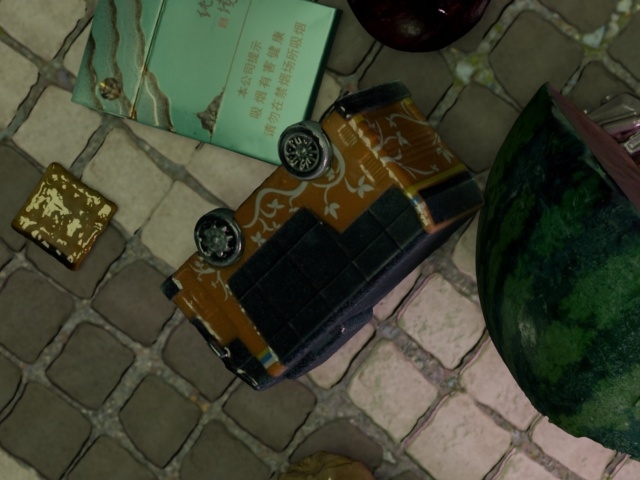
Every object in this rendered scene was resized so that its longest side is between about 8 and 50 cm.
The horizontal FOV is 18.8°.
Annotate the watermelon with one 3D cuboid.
[{"bbox_3d":[0.253,0.075,1.690,0.222,0.292,0.319,-40,116,21],"label":"watermelon"}]

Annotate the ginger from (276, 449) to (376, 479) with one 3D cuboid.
[{"bbox_3d":[0.036,0.326,1.820,0.116,0.109,0.263,-13,92,-25],"label":"ginger"}]

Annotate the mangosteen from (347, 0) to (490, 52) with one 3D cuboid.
[{"bbox_3d":[0.083,-0.245,1.772,0.152,0.152,0.152,1,93,11],"label":"mangosteen"}]

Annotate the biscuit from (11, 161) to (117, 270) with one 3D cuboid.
[{"bbox_3d":[-0.252,-0.024,1.900,0.083,0.018,0.081,34,98,7],"label":"biscuit"}]

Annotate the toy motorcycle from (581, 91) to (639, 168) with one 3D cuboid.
[{"bbox_3d":[0.327,-0.143,1.755,0.215,0.080,0.122,-32,87,16],"label":"toy motorcycle"}]

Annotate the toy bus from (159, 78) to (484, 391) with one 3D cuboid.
[{"bbox_3d":[0.000,0.000,1.757,0.275,0.138,0.167,-43,81,29],"label":"toy bus"}]

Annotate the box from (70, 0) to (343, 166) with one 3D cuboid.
[{"bbox_3d":[-0.111,-0.176,1.853,0.229,0.041,0.162,18,96,9],"label":"box"}]
